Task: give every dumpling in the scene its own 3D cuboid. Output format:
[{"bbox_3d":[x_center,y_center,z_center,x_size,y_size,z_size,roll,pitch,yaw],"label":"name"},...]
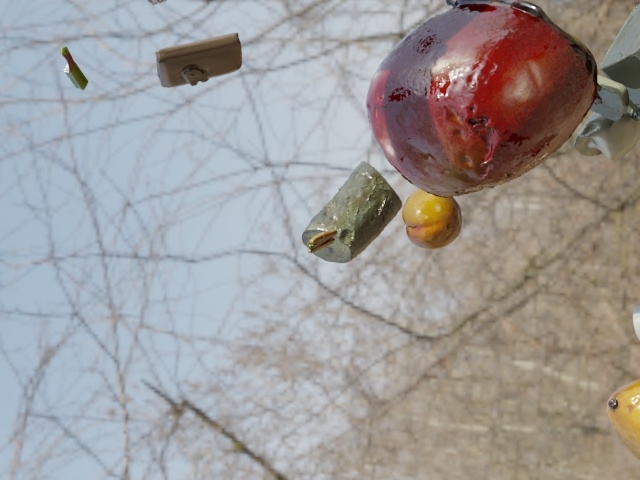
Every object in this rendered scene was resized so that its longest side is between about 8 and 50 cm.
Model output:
[{"bbox_3d":[0.596,-0.217,2.313,0.176,0.092,0.150,-49,-26,-17],"label":"dumpling"}]

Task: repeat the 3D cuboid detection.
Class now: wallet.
[{"bbox_3d":[-0.214,-0.316,2.032,0.118,0.152,0.039,97,155,-70],"label":"wallet"}]

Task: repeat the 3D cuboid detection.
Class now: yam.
[{"bbox_3d":[0.086,-0.063,2.698,0.254,0.154,0.154,-48,-32,-23],"label":"yam"}]

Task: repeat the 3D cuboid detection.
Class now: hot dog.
[{"bbox_3d":[0.000,0.000,2.128,0.083,0.021,0.037,-20,-40,-50],"label":"hot dog"}]

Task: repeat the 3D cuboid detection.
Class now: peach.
[{"bbox_3d":[0.305,-0.260,2.118,0.339,0.416,0.353,43,-152,-34],"label":"peach"},{"bbox_3d":[0.239,-0.048,2.477,0.138,0.138,0.138,4,-90,-75],"label":"peach"}]

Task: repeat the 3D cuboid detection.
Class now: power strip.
[{"bbox_3d":[0.493,-0.299,2.207,0.029,0.226,0.080,-48,-30,-24],"label":"power strip"}]

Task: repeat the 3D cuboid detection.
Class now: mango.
[{"bbox_3d":[0.602,0.319,1.848,0.359,0.187,0.144,29,-109,-30],"label":"mango"}]

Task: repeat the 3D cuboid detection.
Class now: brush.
[{"bbox_3d":[-0.356,-0.247,1.635,0.083,0.021,0.019,69,-143,-57],"label":"brush"}]

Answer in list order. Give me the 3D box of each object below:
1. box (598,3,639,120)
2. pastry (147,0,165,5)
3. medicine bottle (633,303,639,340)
[{"bbox_3d":[0.653,-0.367,2.211,0.243,0.135,0.163,-56,16,-25],"label":"box"},{"bbox_3d":[-0.215,-0.492,1.758,0.265,0.112,0.103,-57,10,-11],"label":"pastry"},{"bbox_3d":[0.754,0.142,2.263,0.095,0.260,0.095,31,-131,-45],"label":"medicine bottle"}]
